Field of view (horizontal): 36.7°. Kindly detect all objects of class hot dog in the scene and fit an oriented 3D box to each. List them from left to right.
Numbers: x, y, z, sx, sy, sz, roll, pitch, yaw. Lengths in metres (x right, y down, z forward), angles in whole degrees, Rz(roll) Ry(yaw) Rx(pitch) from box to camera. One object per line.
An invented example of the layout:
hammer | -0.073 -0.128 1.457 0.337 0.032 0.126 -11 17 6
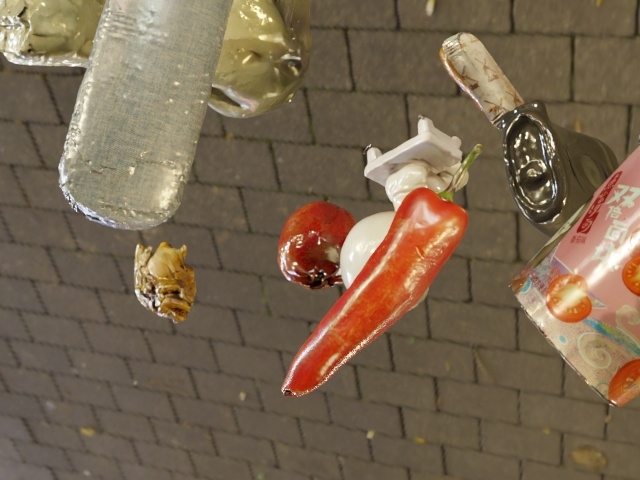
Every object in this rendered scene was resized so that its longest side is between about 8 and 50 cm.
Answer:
hot dog | 0.277 -0.272 1.645 0.191 0.108 0.059 54 137 3

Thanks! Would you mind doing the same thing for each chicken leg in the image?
chicken leg | -0.203 0.058 1.272 0.085 0.207 0.101 -1 98 -14

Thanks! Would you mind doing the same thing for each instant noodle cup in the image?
instant noodle cup | 0.359 0.041 1.088 0.231 0.243 0.243 -43 109 12

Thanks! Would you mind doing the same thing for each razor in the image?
razor | 0.396 -0.097 1.565 0.113 0.204 0.349 -20 162 32

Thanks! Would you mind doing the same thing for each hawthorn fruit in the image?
hawthorn fruit | 0.000 0.000 1.628 0.148 0.172 0.148 2 149 1

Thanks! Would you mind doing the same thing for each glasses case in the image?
glasses case | -0.146 -0.148 0.836 0.109 0.283 0.067 14 170 -12

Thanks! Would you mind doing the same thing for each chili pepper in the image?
chili pepper | 0.058 0.031 0.814 0.063 0.272 0.071 37 180 11

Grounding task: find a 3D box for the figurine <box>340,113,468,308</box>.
figurine | 0.103 -0.015 1.221 0.182 0.257 0.144 -6 145 36

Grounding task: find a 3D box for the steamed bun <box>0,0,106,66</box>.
steamed bun | -0.479 -0.465 1.922 0.346 0.394 0.238 2 97 8

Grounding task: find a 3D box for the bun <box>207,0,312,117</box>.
bun | -0.094 -0.316 1.466 0.168 0.273 0.273 12 135 15
